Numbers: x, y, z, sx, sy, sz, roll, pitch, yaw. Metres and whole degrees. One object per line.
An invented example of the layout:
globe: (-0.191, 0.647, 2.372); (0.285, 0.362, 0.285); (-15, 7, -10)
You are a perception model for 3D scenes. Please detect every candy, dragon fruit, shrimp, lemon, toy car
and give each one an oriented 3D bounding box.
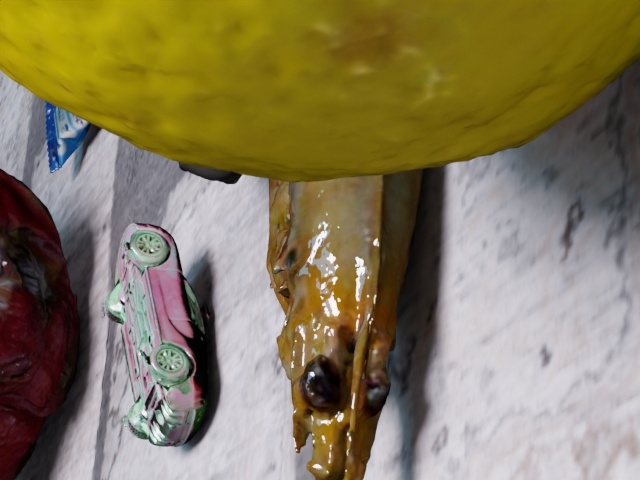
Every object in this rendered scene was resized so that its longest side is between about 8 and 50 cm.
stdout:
candy: (-0.188, -0.126, 1.410); (0.136, 0.038, 0.088); (-44, 40, 38)
dragon fruit: (-0.333, 0.067, 1.286); (0.329, 0.329, 0.329); (-49, 33, 48)
shrimp: (0.000, 0.000, 0.825); (0.152, 0.063, 0.287); (129, 152, -50)
lemon: (-0.018, -0.192, 0.586); (0.349, 0.387, 0.350); (0, 91, 50)
toy car: (-0.093, 0.054, 1.032); (0.069, 0.055, 0.142); (116, 147, -47)

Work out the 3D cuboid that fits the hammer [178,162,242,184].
hammer: (0.013, -0.241, 0.946); (0.168, 0.044, 0.440); (-109, 39, -84)
